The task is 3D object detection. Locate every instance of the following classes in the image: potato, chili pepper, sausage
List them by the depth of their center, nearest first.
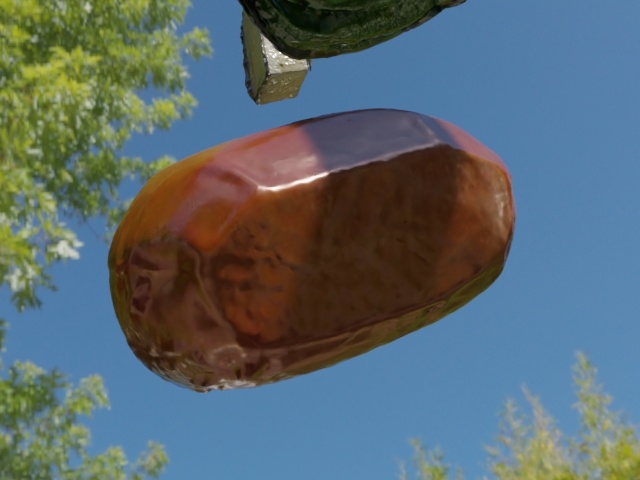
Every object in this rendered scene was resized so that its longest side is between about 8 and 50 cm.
[{"bbox_3d":[-0.001,0.000,0.616,0.268,0.141,0.153,-19,-77,-22],"label":"sausage"},{"bbox_3d":[0.036,-0.208,0.786,0.279,0.065,0.122,-13,-27,-26],"label":"chili pepper"},{"bbox_3d":[-0.055,-0.231,1.145,0.061,0.122,0.086,-3,-20,-21],"label":"potato"}]
